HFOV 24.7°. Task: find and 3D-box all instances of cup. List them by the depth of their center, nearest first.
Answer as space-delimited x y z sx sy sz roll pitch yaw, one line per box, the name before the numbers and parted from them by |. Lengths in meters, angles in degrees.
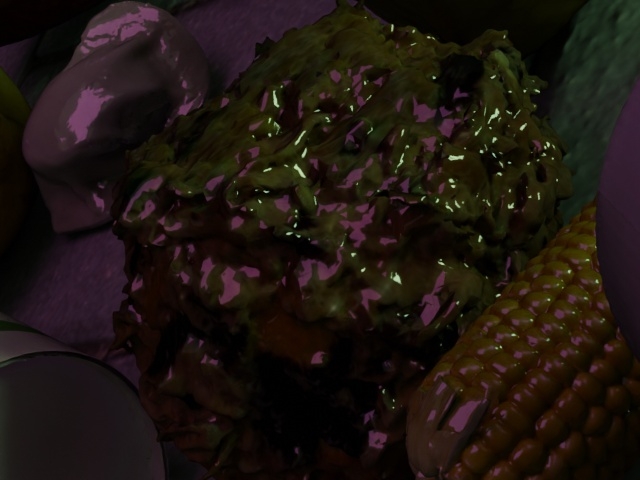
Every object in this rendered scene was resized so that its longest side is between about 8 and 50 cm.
cup | -0.244 0.136 0.892 0.274 0.253 0.253 10 67 44

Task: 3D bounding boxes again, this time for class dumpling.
dumpling | -0.159 -0.091 1.124 0.150 0.092 0.176 21 71 41

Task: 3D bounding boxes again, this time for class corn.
corn | 0.136 0.023 0.628 0.260 0.091 0.091 -45 11 -14

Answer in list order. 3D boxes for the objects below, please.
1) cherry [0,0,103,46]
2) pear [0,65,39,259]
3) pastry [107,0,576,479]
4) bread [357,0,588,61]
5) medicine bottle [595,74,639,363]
cherry | -0.280 -0.329 1.299 0.335 0.291 0.326 -37 30 26
pear | -0.366 -0.058 1.180 0.280 0.280 0.281 -31 39 29
pastry | 0.000 0.000 0.742 0.275 0.193 0.275 -35 37 32
bread | 0.098 -0.252 0.784 0.191 0.370 0.314 40 94 21
medicine bottle | 0.214 0.032 0.391 0.241 0.241 0.302 -47 19 8
